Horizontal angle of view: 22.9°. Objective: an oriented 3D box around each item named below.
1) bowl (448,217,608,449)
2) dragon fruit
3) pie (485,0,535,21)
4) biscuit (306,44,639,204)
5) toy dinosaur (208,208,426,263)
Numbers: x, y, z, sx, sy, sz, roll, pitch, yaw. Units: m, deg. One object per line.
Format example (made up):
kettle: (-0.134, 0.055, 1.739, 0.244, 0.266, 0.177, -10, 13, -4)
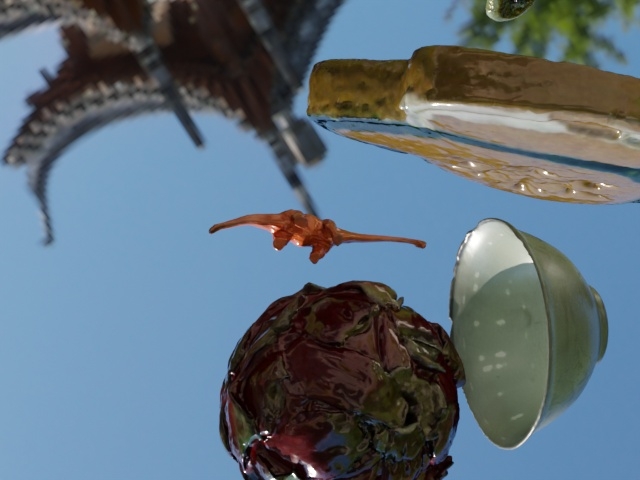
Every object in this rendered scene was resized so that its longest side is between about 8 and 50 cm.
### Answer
bowl: (0.299, 0.119, 2.131, 0.146, 0.313, 0.313, -5, -158, -18)
dragon fruit: (0.021, 0.207, 2.000, 0.329, 0.329, 0.329, -24, -151, 15)
pie: (0.246, -0.310, 1.992, 0.084, 0.084, 0.021, -32, -123, 0)
biscuit: (0.128, -0.075, 1.124, 0.287, 0.057, 0.344, 12, 176, 3)
toy dinosaur: (0.002, -0.006, 1.967, 0.101, 0.279, 0.055, -110, -145, -72)
